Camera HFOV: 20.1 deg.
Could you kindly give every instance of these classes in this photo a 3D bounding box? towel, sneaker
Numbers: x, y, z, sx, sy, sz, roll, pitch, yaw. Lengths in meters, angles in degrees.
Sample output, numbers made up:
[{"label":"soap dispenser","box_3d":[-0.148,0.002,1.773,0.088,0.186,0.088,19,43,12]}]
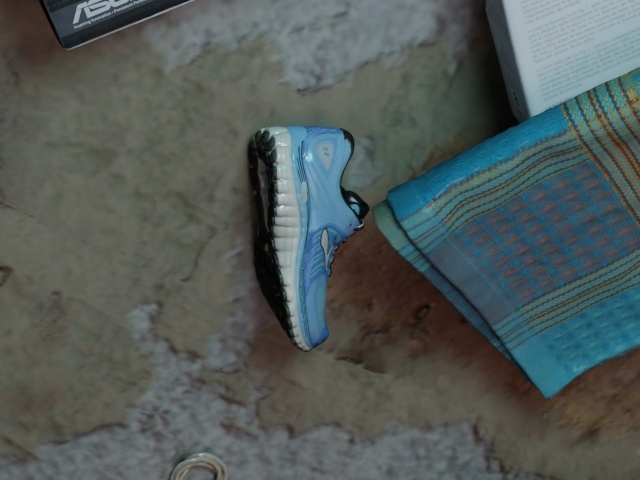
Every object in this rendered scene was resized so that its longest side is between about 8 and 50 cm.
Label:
[{"label":"towel","box_3d":[0.247,-0.030,1.126,0.370,0.040,0.271,-25,142,17]},{"label":"sneaker","box_3d":[0.000,0.000,1.134,0.073,0.063,0.162,-13,126,-17]}]

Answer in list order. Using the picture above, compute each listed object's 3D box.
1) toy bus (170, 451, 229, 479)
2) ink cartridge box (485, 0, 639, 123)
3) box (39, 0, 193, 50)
[{"label":"toy bus","box_3d":[-0.111,0.279,1.252,0.191,0.104,0.202,-26,128,-3]},{"label":"ink cartridge box","box_3d":[0.184,-0.184,1.055,0.189,0.066,0.232,-23,125,-5]},{"label":"box","box_3d":[-0.053,-0.248,0.948,0.270,0.060,0.216,-23,127,-5]}]
